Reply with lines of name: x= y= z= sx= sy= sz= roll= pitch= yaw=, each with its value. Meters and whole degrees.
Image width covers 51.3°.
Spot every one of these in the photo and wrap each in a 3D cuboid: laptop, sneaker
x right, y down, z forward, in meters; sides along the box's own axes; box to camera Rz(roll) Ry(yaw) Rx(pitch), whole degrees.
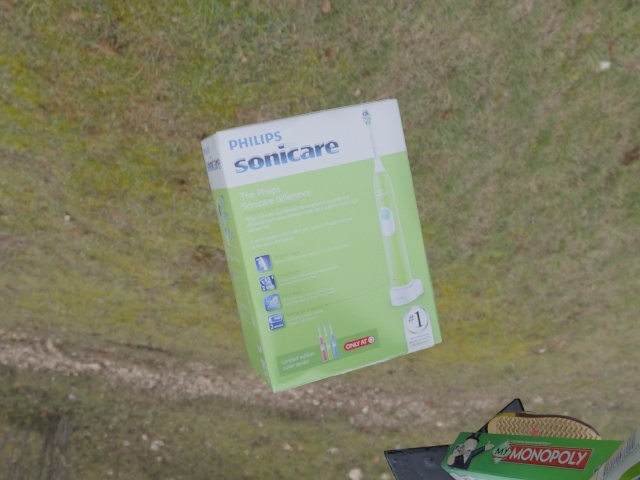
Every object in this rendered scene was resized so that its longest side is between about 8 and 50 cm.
laptop: x=0.303 y=0.465 z=1.354 sx=0.264 sy=0.136 sz=0.234 roll=-16 pitch=109 yaw=28
sneaker: x=0.392 y=0.328 z=1.164 sx=0.186 sy=0.069 sz=0.084 roll=3 pitch=-178 yaw=27

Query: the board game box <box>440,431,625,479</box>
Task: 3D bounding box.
board game box: x=0.285 y=0.288 z=0.590 sx=0.317 sy=0.046 sz=0.213 roll=43 pitch=153 yaw=-10

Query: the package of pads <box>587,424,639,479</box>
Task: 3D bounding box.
package of pads: x=0.235 y=0.255 z=0.342 sx=0.297 sy=0.101 sz=0.229 roll=31 pitch=116 yaw=7

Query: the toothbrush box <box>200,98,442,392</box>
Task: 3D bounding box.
toothbrush box: x=0.000 y=0.000 z=0.763 sx=0.206 sy=0.122 sz=0.283 roll=-14 pitch=99 yaw=-17
